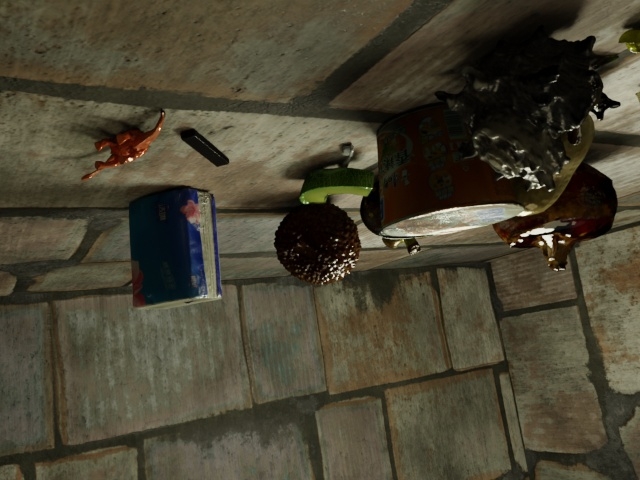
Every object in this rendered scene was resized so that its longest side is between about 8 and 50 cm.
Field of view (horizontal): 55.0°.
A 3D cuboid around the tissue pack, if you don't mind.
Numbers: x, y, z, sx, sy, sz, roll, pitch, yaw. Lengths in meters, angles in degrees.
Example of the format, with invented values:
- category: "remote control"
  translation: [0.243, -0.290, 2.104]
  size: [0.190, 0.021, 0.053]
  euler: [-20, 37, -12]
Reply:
- category: "tissue pack"
  translation: [-0.357, 0.023, 1.488]
  size: [0.209, 0.269, 0.137]
  euler: [-10, 169, 25]

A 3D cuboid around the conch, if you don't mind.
- category: "conch"
  translation: [0.315, -0.192, 0.964]
  size: [0.186, 0.240, 0.313]
  euler: [-18, 161, -24]

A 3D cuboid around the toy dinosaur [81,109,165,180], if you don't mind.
- category: "toy dinosaur"
  translation: [-0.359, -0.157, 1.092]
  size: [0.279, 0.055, 0.101]
  euler: [-17, -171, 31]

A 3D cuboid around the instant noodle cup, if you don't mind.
- category: "instant noodle cup"
  translation: [0.244, -0.137, 1.244]
  size: [0.296, 0.214, 0.296]
  euler: [-8, 170, -1]

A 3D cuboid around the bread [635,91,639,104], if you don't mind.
- category: "bread"
  translation: [0.734, -0.292, 1.196]
  size: [0.125, 0.068, 0.188]
  euler: [1, 167, -41]

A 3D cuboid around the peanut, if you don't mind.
- category: "peanut"
  translation: [0.465, -0.161, 1.274]
  size: [0.137, 0.122, 0.253]
  euler: [-8, 128, -48]

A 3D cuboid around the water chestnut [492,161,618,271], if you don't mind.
- category: "water chestnut"
  translation: [0.652, -0.065, 1.712]
  size: [0.350, 0.302, 0.350]
  euler: [-7, 165, -2]

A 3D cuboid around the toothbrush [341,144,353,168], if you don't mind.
- category: "toothbrush"
  translation: [0.055, -0.171, 1.449]
  size: [0.025, 0.020, 0.286]
  euler: [1, 169, -1]

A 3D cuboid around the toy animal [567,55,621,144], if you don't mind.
- category: "toy animal"
  translation: [0.485, -0.266, 1.111]
  size: [0.105, 0.070, 0.202]
  euler: [-42, 147, -6]

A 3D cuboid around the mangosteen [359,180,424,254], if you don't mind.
- category: "mangosteen"
  translation: [0.206, -0.060, 1.628]
  size: [0.192, 0.217, 0.192]
  euler: [-14, 166, -3]

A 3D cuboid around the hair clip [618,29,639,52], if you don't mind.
- category: "hair clip"
  translation: [0.554, -0.303, 0.952]
  size: [0.173, 0.046, 0.072]
  euler: [11, -164, 6]

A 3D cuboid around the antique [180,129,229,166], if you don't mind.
- category: "antique"
  translation: [-0.222, -0.178, 1.203]
  size: [0.031, 0.015, 0.192]
  euler: [-11, 170, 8]

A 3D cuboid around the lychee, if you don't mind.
- category: "lychee"
  translation: [0.000, 0.000, 1.775]
  size: [0.271, 0.271, 0.271]
  euler: [-8, 170, -1]

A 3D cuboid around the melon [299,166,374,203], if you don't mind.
- category: "melon"
  translation: [0.035, -0.132, 1.453]
  size: [0.209, 0.064, 0.118]
  euler: [-1, 163, 25]
